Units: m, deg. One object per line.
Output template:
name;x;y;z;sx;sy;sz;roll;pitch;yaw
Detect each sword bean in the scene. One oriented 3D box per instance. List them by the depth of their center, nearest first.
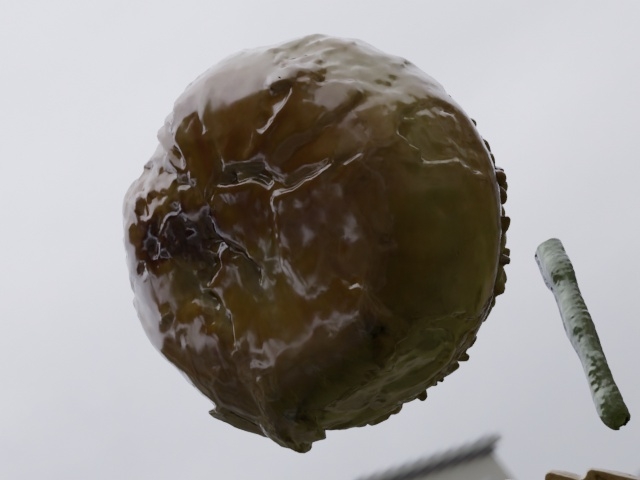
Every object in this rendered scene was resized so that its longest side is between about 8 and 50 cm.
sword bean;0.286;0.098;1.782;0.038;0.269;0.043;-22;-44;7

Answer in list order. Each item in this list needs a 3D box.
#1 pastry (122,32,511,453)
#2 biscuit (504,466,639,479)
pastry;0.000;0.000;1.582;0.245;0.409;0.409;-3;-43;-55
biscuit;0.356;0.395;2.237;0.239;0.212;0.041;-34;-1;19
